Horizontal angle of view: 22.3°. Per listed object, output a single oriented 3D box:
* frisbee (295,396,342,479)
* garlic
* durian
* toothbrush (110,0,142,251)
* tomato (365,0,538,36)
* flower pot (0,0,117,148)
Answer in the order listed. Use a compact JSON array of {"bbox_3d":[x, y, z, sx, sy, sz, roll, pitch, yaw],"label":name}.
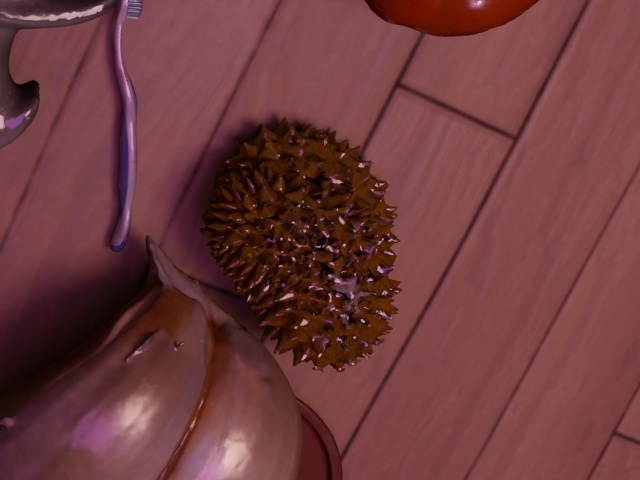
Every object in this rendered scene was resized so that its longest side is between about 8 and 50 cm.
[{"bbox_3d":[-0.099,0.256,1.659,0.251,0.021,0.251,-7,113,-16],"label":"frisbee"},{"bbox_3d":[-0.178,0.185,1.510,0.313,0.249,0.286,-50,140,-6],"label":"garlic"},{"bbox_3d":[-0.002,0.006,1.523,0.183,0.138,0.250,-33,109,-1],"label":"durian"},{"bbox_3d":[-0.179,-0.115,1.485,0.027,0.021,0.269,0,111,-12],"label":"toothbrush"},{"bbox_3d":[0.113,-0.308,1.413,0.260,0.180,0.260,-5,111,-13],"label":"tomato"},{"bbox_3d":[-0.334,-0.260,1.299,0.367,0.164,0.254,38,101,-26],"label":"flower pot"}]
